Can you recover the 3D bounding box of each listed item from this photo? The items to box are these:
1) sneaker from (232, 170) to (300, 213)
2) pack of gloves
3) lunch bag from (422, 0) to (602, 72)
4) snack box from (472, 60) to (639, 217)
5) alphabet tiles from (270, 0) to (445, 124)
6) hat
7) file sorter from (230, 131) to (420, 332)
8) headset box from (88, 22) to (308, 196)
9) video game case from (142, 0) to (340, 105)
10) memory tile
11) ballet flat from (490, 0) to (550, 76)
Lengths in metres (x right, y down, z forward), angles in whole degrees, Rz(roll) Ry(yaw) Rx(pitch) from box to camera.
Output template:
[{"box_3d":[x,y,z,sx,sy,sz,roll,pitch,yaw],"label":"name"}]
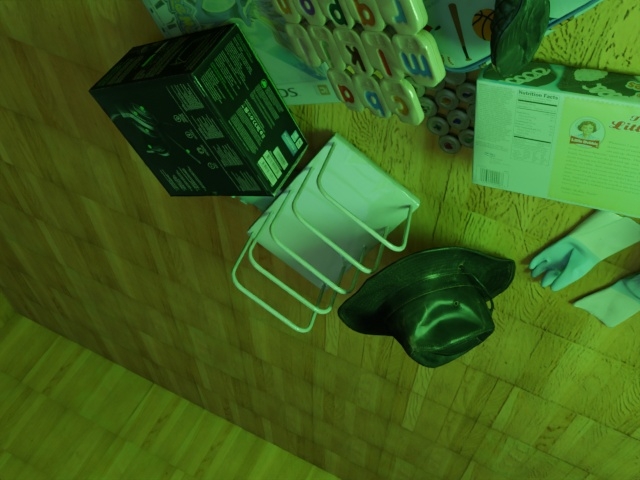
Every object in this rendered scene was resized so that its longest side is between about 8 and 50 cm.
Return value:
[{"box_3d":[-0.132,-0.081,1.313,0.255,0.094,0.151,19,138,16],"label":"sneaker"},{"box_3d":[0.453,0.063,1.066,0.195,0.046,0.232,33,148,-1],"label":"pack of gloves"},{"box_3d":[0.176,-0.327,0.713,0.243,0.115,0.303,47,144,-19],"label":"lunch bag"},{"box_3d":[0.361,-0.124,0.866,0.321,0.060,0.187,15,144,21],"label":"snack box"},{"box_3d":[0.033,-0.271,0.842,0.284,0.021,0.278,26,153,48],"label":"alphabet tiles"},{"box_3d":[0.198,0.143,1.158,0.331,0.134,0.331,-11,152,-6],"label":"hat"},{"box_3d":[0.000,0.000,1.156,0.192,0.173,0.277,38,125,-11],"label":"file sorter"},{"box_3d":[-0.208,-0.202,1.123,0.283,0.131,0.246,2,138,39],"label":"headset box"},{"box_3d":[-0.139,-0.344,1.027,0.299,0.036,0.329,5,139,36],"label":"video game case"},{"box_3d":[0.192,-0.190,0.975,0.113,0.012,0.148,-9,130,46],"label":"memory tile"},{"box_3d":[0.197,-0.242,0.670,0.057,0.049,0.173,-15,137,-8],"label":"ballet flat"}]
